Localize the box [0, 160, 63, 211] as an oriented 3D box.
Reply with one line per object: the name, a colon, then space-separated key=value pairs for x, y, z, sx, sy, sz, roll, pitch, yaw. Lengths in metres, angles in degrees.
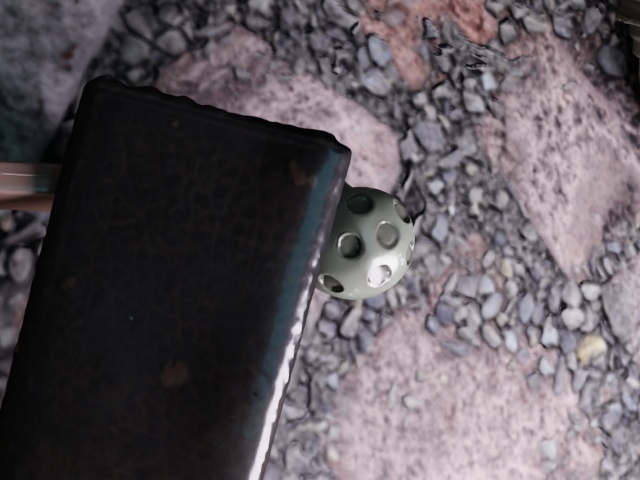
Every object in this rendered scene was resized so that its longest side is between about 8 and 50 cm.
box: x=-0.177 y=-0.034 z=0.745 sx=0.115 sy=0.048 sz=0.025 roll=2 pitch=76 yaw=-29

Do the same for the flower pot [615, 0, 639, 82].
flower pot: x=0.352 y=-0.135 z=0.979 sx=0.235 sy=0.235 sz=0.140 roll=-6 pitch=110 yaw=-30

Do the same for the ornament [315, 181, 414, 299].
ornament: x=0.000 y=0.000 z=0.779 sx=0.075 sy=0.156 sz=0.081 roll=8 pitch=81 yaw=-29

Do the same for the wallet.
wallet: x=-0.100 y=0.072 z=0.717 sx=0.170 sy=0.044 sz=0.321 roll=14 pitch=88 yaw=8
